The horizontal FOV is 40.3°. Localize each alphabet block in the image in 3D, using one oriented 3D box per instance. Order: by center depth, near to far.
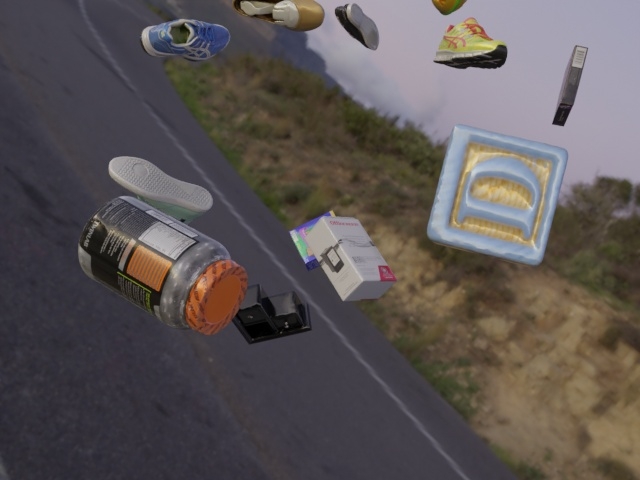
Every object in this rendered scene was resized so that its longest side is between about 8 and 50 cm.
[{"bbox_3d":[0.289,-0.068,1.449,0.192,0.194,0.197,16,1,9],"label":"alphabet block"}]

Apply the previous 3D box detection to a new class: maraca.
[{"bbox_3d":[0.336,-0.652,2.189,0.099,0.186,0.127,-1,55,-24],"label":"maraca"}]

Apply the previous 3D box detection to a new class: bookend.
[{"bbox_3d":[-0.116,0.158,1.988,0.156,0.157,0.072,66,13,-55],"label":"bookend"}]

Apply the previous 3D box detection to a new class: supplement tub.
[{"bbox_3d":[-0.313,0.053,1.749,0.316,0.194,0.193,28,-1,26],"label":"supplement tub"}]

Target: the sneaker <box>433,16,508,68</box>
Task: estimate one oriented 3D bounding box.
[{"bbox_3d":[0.285,-0.378,1.657,0.081,0.094,0.208,11,6,-27],"label":"sneaker"}]

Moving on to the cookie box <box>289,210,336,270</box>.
[{"bbox_3d":[0.000,0.000,1.887,0.092,0.107,0.040,62,-4,28],"label":"cookie box"}]

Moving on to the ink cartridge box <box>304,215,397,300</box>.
[{"bbox_3d":[0.055,0.033,1.599,0.109,0.063,0.150,2,48,-50],"label":"ink cartridge box"}]

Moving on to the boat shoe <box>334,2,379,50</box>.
[{"bbox_3d":[0.067,-0.382,1.566,0.038,0.046,0.125,6,-14,32],"label":"boat shoe"}]

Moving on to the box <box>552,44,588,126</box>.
[{"bbox_3d":[0.483,-0.297,1.695,0.029,0.116,0.162,15,-4,9],"label":"box"}]

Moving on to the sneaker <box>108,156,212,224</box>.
[{"bbox_3d":[-0.398,-0.095,2.042,0.255,0.151,0.094,24,48,-27],"label":"sneaker"}]

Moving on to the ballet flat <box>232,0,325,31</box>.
[{"bbox_3d":[-0.096,-0.490,1.877,0.232,0.080,0.073,20,34,36],"label":"ballet flat"}]

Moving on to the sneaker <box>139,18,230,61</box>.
[{"bbox_3d":[-0.262,-0.410,1.784,0.081,0.080,0.211,-6,10,45],"label":"sneaker"}]
